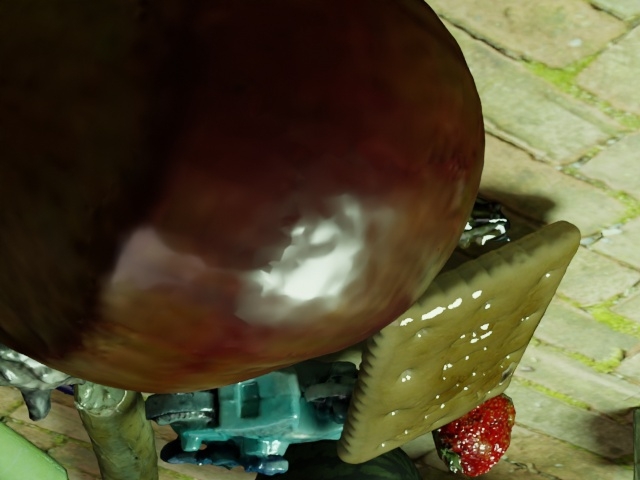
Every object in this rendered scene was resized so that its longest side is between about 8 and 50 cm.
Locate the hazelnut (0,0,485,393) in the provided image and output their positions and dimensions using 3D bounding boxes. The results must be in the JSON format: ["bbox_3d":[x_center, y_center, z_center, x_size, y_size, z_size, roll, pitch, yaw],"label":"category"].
[{"bbox_3d":[-0.090,-0.063,0.972,0.420,0.353,0.421,-7,158,-3],"label":"hazelnut"}]

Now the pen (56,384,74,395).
[{"bbox_3d":[-0.390,0.113,1.544,0.269,0.033,0.033,25,142,-22],"label":"pen"}]

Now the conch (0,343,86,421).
[{"bbox_3d":[-0.285,0.041,1.284,0.313,0.241,0.186,11,122,-41],"label":"conch"}]

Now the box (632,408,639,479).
[{"bbox_3d":[0.462,0.273,1.498,0.231,0.155,0.149,-4,141,19],"label":"box"}]

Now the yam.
[{"bbox_3d":[-0.237,0.255,1.679,0.083,0.083,0.371,5,147,4],"label":"yam"}]

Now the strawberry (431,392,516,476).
[{"bbox_3d":[0.168,0.206,1.513,0.106,0.106,0.106,5,145,4],"label":"strawberry"}]

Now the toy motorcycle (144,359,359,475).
[{"bbox_3d":[-0.051,0.176,1.483,0.260,0.154,0.206,-6,166,11],"label":"toy motorcycle"}]

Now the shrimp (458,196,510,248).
[{"bbox_3d":[0.000,0.000,1.261,0.365,0.071,0.233,-2,161,19],"label":"shrimp"}]

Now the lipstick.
[{"bbox_3d":[-0.426,0.243,1.701,0.076,0.076,0.304,-14,139,28],"label":"lipstick"}]

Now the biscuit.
[{"bbox_3d":[0.126,0.109,1.320,0.217,0.044,0.325,-24,154,-21],"label":"biscuit"}]

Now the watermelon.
[{"bbox_3d":[0.023,0.316,1.597,0.212,0.212,0.212,5,145,4],"label":"watermelon"}]
